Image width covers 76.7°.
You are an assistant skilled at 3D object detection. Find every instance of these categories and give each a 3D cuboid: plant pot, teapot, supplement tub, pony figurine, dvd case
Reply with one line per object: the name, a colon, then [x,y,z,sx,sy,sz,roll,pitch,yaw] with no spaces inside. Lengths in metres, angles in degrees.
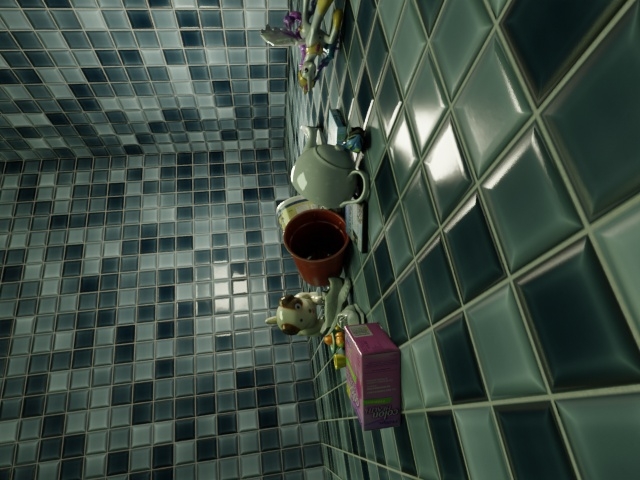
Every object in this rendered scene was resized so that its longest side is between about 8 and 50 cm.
plant pot: [-0.009,0.051,1.745,0.265,0.273,0.272,84,176,-53]
teapot: [0.034,-0.243,1.396,0.252,0.256,0.187,-82,18,-53]
supplement tub: [-0.081,-0.055,2.104,0.228,0.229,0.315,111,141,-71]
pony figurine: [-0.047,-0.803,1.572,0.363,0.303,0.350,115,144,-42]
dvd case: [0.129,-0.079,1.479,0.253,0.022,0.180,-116,24,-68]

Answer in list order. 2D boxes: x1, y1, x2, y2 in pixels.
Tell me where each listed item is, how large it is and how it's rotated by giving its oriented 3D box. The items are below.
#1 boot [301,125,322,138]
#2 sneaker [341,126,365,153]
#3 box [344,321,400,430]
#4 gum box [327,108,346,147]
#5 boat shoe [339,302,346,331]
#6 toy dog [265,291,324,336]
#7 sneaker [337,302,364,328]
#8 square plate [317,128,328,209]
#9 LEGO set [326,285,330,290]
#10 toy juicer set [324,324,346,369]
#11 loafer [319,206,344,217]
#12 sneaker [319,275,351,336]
boot: [-0.054,-0.550,2.177,0.258,0.095,0.123,-120,33,-68]
sneaker: [0.117,-0.331,1.326,0.078,0.067,0.188,-63,6,7]
box: [0.156,0.409,1.250,0.213,0.118,0.242,-131,36,-76]
gum box: [0.064,-0.418,1.655,0.156,0.041,0.184,-104,12,-45]
boat shoe: [0.101,0.328,1.791,0.056,0.049,0.152,49,-148,-64]
toy dog: [-0.146,0.432,2.423,0.408,0.397,0.284,84,-172,-78]
sneaker: [0.108,0.301,1.591,0.235,0.095,0.089,156,107,-84]
square plate: [0.021,-0.303,1.981,0.347,0.050,0.343,95,166,-51]
LEGO set: [0.075,0.278,1.946,0.182,0.060,0.243,129,144,-62]
toy juicer set: [0.063,0.454,1.992,0.329,0.090,0.209,-112,19,-65]
loafer: [0.026,-0.111,1.810,0.096,0.084,0.267,66,161,2]
sneaker: [0.042,0.277,1.713,0.100,0.108,0.271,-122,49,-84]
